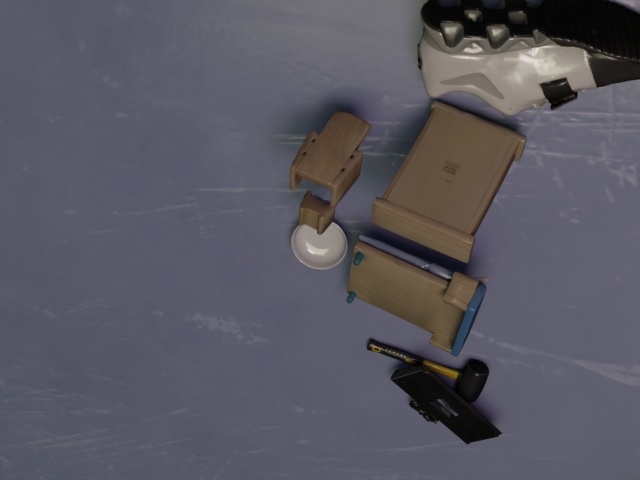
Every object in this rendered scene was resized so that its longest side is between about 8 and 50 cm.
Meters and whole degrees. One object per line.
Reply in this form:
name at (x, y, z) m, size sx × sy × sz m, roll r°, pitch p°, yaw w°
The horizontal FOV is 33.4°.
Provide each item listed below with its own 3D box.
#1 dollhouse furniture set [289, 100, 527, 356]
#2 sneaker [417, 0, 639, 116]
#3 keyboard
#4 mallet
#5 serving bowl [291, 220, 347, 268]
dollhouse furniture set at (0.121, -0.026, 1.512) m, size 0.287 × 0.198 × 0.303 m, roll 24°, pitch 147°, yaw 13°
sneaker at (0.289, -0.228, 1.377) m, size 0.331 × 0.122 × 0.146 m, roll 6°, pitch 135°, yaw 5°
keyboard at (0.188, 0.254, 1.649) m, size 0.180 × 0.023 × 0.108 m, roll 42°, pitch 141°, yaw -18°
mallet at (0.161, 0.199, 1.643) m, size 0.190 × 0.039 × 0.062 m, roll 13°, pitch 120°, yaw 8°
serving bowl at (0.000, 0.000, 1.570) m, size 0.083 × 0.027 × 0.083 m, roll 3°, pitch 116°, yaw 7°
